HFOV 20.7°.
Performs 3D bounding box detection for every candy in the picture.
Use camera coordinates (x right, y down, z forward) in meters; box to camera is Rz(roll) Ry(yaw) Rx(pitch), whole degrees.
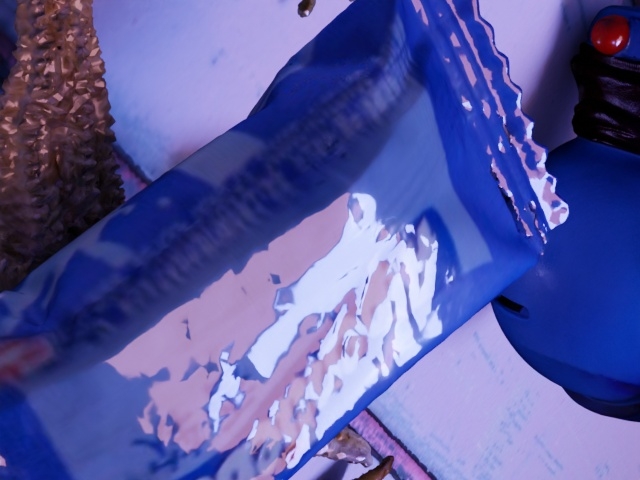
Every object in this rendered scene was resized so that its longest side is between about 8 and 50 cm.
[{"bbox_3d":[-0.026,0.023,0.747,0.331,0.077,0.187,-40,127,-19],"label":"candy"}]

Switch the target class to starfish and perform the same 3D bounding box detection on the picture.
[{"bbox_3d":[-0.086,0.027,0.800,0.293,0.084,0.301,36,76,-36],"label":"starfish"}]

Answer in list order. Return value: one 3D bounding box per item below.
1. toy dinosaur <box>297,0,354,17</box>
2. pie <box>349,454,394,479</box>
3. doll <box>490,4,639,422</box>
[{"bbox_3d":[0.019,-0.158,0.929,0.180,0.037,0.058,-43,156,-33],"label":"toy dinosaur"},{"bbox_3d":[-0.020,0.226,1.298,0.191,0.033,0.088,-37,163,-45],"label":"pie"},{"bbox_3d":[0.253,-0.016,1.327,0.240,0.284,0.310,5,102,-23],"label":"doll"}]
